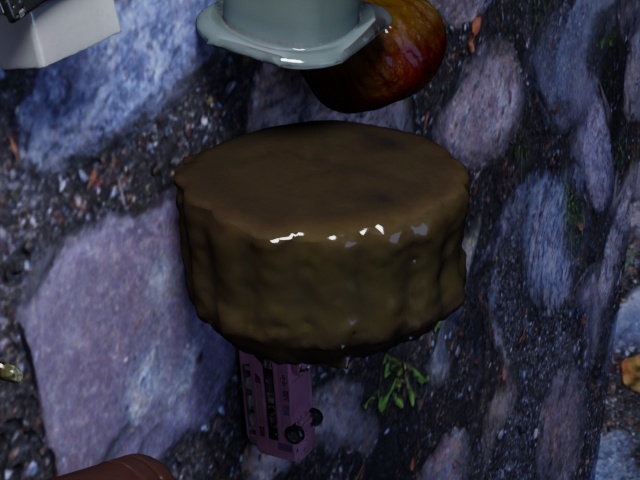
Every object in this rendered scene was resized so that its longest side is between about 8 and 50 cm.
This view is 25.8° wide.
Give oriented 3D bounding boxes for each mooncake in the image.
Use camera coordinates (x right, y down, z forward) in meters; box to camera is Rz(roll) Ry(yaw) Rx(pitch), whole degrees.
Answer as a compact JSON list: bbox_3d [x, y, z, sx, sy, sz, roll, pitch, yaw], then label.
[{"bbox_3d":[0.001,-0.001,1.537,0.324,0.324,0.187,-38,133,-51],"label":"mooncake"}]

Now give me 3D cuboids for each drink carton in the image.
[{"bbox_3d":[-0.025,-0.304,1.485,0.191,0.185,0.189,-42,150,-46],"label":"drink carton"}]

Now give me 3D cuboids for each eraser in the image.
[{"bbox_3d":[-0.252,-0.268,1.231,0.124,0.068,0.210,-40,125,-54],"label":"eraser"}]

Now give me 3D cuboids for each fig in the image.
[{"bbox_3d":[0.013,-0.276,1.697,0.290,0.190,0.190,35,60,-13],"label":"fig"}]

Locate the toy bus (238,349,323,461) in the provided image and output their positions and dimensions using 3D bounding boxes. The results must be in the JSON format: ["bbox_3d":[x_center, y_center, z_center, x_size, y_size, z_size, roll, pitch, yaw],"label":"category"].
[{"bbox_3d":[-0.052,0.172,1.718,0.063,0.090,0.203,-35,129,-53],"label":"toy bus"}]

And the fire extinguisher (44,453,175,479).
[{"bbox_3d":[-0.274,0.302,1.346,0.344,0.102,0.138,-8,106,-60],"label":"fire extinguisher"}]

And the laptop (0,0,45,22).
[{"bbox_3d":[-0.232,-0.280,1.185,0.180,0.016,0.129,-52,134,-45],"label":"laptop"}]

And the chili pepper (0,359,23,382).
[{"bbox_3d":[-0.365,-0.006,1.057,0.131,0.134,0.338,-38,127,-32],"label":"chili pepper"}]
